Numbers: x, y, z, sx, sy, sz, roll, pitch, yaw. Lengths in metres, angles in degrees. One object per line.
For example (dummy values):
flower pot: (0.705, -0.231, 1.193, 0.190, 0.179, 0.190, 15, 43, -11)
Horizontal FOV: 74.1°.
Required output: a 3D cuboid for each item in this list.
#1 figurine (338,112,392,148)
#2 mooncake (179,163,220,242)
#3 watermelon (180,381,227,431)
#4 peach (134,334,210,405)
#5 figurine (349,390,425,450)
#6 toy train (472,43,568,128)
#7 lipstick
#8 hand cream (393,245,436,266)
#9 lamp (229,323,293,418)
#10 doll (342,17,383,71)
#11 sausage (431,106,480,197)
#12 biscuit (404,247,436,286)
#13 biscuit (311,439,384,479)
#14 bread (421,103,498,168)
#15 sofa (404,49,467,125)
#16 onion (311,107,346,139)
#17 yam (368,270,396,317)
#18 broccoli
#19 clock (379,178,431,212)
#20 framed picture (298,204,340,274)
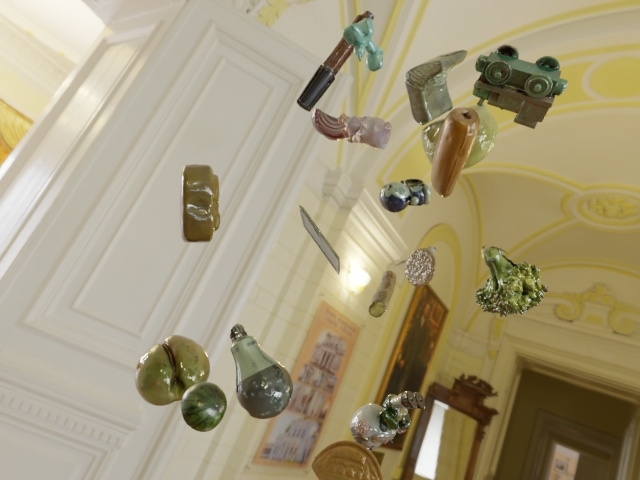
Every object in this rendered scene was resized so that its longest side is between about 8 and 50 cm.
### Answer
figurine: (0.202, -0.502, 1.923, 0.276, 0.200, 0.133, 26, -54, 35)
mooncake: (-0.371, -0.112, 1.296, 0.117, 0.235, 0.235, -2, -9, -18)
watermelon: (-0.246, 0.359, 0.927, 0.105, 0.106, 0.062, 34, -51, -30)
peach: (-0.596, 0.522, 1.705, 0.292, 0.292, 0.248, 4, -62, 51)
figurine: (0.255, 0.718, 1.707, 0.281, 0.167, 0.370, 18, -51, -36)
toy train: (0.672, -0.532, 1.470, 0.304, 0.150, 0.221, 25, -30, 15)
lipstick: (0.056, -0.662, 1.564, 0.077, 0.418, 0.077, 37, 3, -2)
hand cream: (0.344, 0.062, 1.549, 0.165, 0.037, 0.057, -23, -6, 14)
lamp: (-0.215, 0.421, 1.364, 0.314, 0.182, 0.182, 57, -18, 1)
doll: (0.148, -0.616, 1.344, 0.059, 0.159, 0.159, -8, -70, 41)
sausage: (0.441, -0.278, 1.443, 0.116, 0.134, 0.354, -2, -39, -3)
biscuit: (0.298, 0.081, 1.268, 0.015, 0.120, 0.120, 12, -7, -35)
biscuit: (0.077, 0.648, 1.208, 0.220, 0.142, 0.029, 1, -33, 28)
bread: (0.603, -0.441, 1.848, 0.320, 0.320, 0.237, 0, -61, 55)
sofa: (0.457, -0.585, 1.626, 0.176, 0.210, 0.226, 5, -60, 47)
onion: (0.048, -0.624, 2.385, 0.250, 0.111, 0.247, 22, -2, -6)
yam: (0.226, 0.182, 1.501, 0.066, 0.066, 0.299, 21, 21, 10)
broccoli: (0.643, 0.168, 1.507, 0.273, 0.180, 0.242, 48, -29, -4)
clock: (0.404, -0.216, 2.045, 0.243, 0.147, 0.200, -10, 32, -13)
framed picture: (0.000, 0.000, 1.678, 0.273, 0.016, 0.216, 54, -9, 17)
